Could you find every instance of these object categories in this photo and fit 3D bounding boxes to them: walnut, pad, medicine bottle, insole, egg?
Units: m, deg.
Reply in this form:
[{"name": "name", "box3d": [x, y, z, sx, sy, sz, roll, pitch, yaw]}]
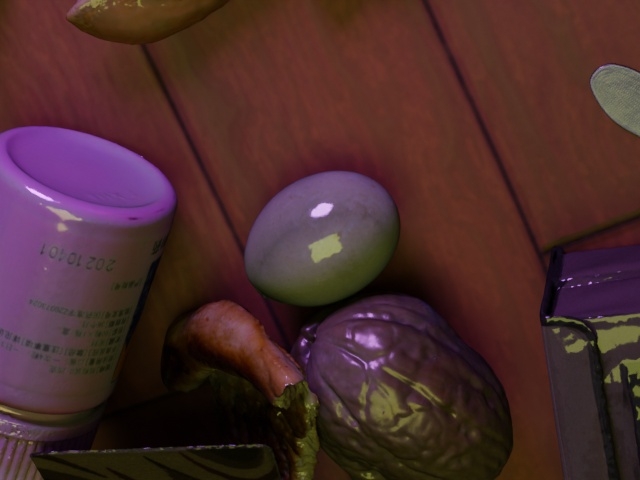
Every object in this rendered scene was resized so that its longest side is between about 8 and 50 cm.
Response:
[{"name": "walnut", "box3d": [0.080, 0.146, 1.662, 0.230, 0.178, 0.178, 39, 111, -16]}, {"name": "pad", "box3d": [-0.126, 0.275, 1.729, 0.220, 0.004, 0.330, -3, 145, 9]}, {"name": "medicine bottle", "box3d": [-0.252, 0.060, 1.666, 0.178, 0.178, 0.291, 20, 113, -1]}, {"name": "insole", "box3d": [0.300, -0.101, 1.626, 0.152, 0.002, 0.053, 44, 110, -10]}, {"name": "egg", "box3d": [0.000, 0.000, 1.644, 0.152, 0.114, 0.114, -32, 104, 18]}]

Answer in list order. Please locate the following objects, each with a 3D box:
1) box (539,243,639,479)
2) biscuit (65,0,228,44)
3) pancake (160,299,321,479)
[{"name": "box", "box3d": [0.289, 0.140, 1.629, 0.153, 0.188, 0.252, -8, 108, 13]}, {"name": "biscuit", "box3d": [-0.094, -0.279, 1.554, 0.154, 0.045, 0.299, 13, 127, -26]}, {"name": "pancake", "box3d": [-0.079, 0.130, 1.669, 0.212, 0.056, 0.257, 48, 151, 28]}]
